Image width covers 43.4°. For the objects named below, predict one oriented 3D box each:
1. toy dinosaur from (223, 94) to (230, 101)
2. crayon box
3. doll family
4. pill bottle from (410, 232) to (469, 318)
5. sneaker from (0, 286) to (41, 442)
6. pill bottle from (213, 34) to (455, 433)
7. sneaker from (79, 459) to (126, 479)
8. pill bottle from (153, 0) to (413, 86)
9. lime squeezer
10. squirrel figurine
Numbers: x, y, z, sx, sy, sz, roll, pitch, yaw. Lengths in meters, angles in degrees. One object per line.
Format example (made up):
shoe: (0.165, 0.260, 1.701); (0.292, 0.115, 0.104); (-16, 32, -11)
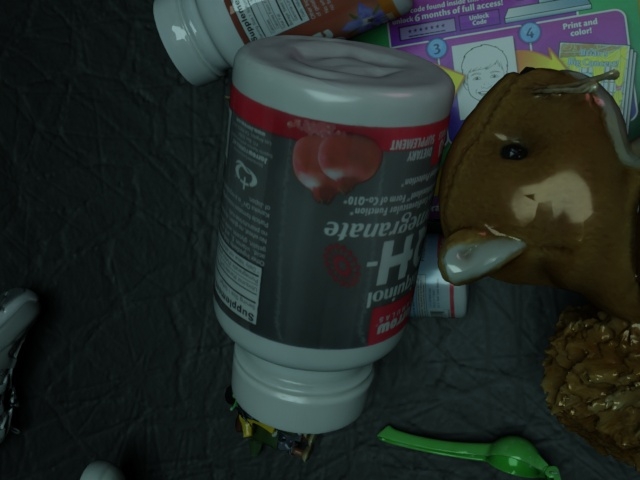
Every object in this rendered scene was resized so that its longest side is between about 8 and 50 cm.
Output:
toy dinosaur: (-0.069, -0.205, 0.882); (0.093, 0.053, 0.183); (-12, 96, -3)
crayon box: (0.161, -0.181, 0.797); (0.363, 0.106, 0.312); (-7, 89, 13)
doll family: (-0.049, 0.147, 0.868); (0.111, 0.076, 0.192); (17, 90, 16)
pill bottle: (0.071, 0.035, 0.829); (0.160, 0.087, 0.087); (0, 91, 11)
sneaker: (-0.397, 0.182, 0.944); (0.115, 0.105, 0.281); (31, 96, -20)
pill bottle: (0.000, 0.000, 0.691); (0.177, 0.176, 0.318); (14, 116, 11)
sneaker: (-0.187, 0.374, 0.890); (0.123, 0.106, 0.290); (-8, 100, 8)
pill bottle: (-0.035, -0.222, 0.728); (0.216, 0.121, 0.121); (-20, 87, 15)
lime squeezer: (0.199, 0.261, 0.791); (0.110, 0.058, 0.310); (-30, 54, -25)
squirrel figurine: (0.274, 0.034, 0.611); (0.371, 0.281, 0.396); (3, 110, 12)
